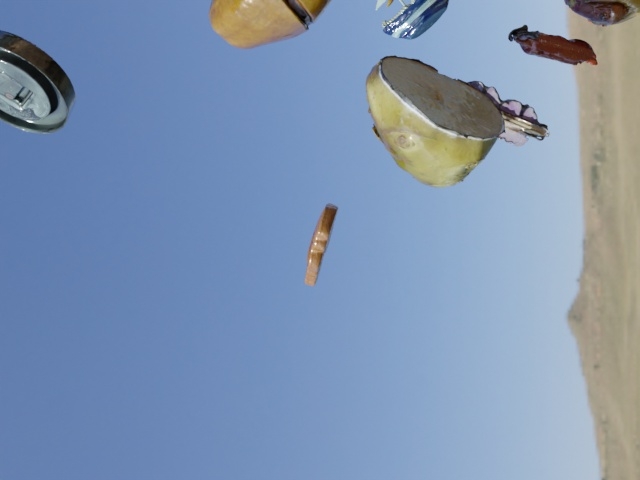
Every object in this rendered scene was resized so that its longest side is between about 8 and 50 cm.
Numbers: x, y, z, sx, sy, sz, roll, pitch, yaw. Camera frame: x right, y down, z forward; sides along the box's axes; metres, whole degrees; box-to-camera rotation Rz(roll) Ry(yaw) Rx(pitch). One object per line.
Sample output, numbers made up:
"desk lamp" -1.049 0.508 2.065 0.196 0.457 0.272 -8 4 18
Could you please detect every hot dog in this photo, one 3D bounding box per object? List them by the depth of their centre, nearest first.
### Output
"hot dog" 0.649 -0.594 2.074 0.150 0.153 0.257 25 -151 -39

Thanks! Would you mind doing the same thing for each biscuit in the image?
"biscuit" 0.000 0.000 2.444 0.334 0.047 0.202 104 -176 -70

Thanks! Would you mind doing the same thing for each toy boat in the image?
"toy boat" 0.196 -0.649 2.194 0.291 0.220 0.067 57 -157 17

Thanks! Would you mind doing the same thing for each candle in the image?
"candle" 0.499 -0.417 1.900 0.301 0.084 0.059 2 -70 -39

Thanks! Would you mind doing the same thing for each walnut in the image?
"walnut" -0.097 -0.462 1.633 0.209 0.336 0.209 17 -119 -34

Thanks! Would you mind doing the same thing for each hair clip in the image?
"hair clip" 0.386 -0.298 2.023 0.106 0.292 0.084 -65 -12 1

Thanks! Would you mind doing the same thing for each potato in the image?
"potato" 0.206 -0.224 1.808 0.196 0.299 0.246 -55 27 33

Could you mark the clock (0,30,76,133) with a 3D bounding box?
"clock" -0.531 -0.275 1.545 0.215 0.214 0.042 65 -142 -48
